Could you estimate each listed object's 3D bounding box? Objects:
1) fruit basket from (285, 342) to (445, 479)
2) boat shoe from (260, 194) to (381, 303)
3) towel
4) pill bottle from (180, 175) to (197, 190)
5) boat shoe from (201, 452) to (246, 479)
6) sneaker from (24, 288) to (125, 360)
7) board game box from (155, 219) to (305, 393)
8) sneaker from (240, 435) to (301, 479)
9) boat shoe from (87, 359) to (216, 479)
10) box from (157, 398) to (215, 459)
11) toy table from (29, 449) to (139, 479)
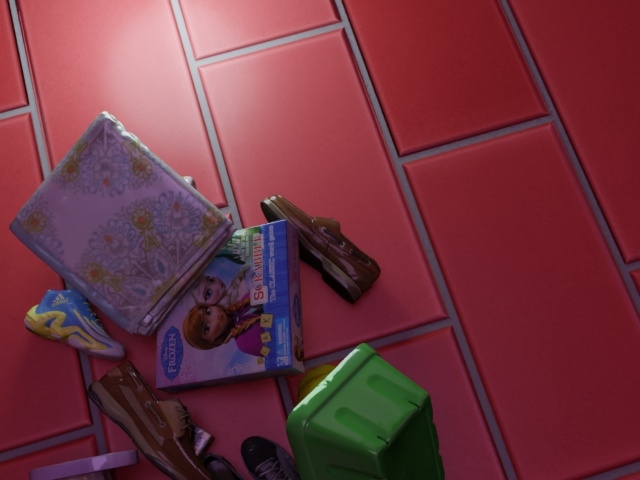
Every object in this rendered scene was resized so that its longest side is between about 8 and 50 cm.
[{"bbox_3d":[0.045,0.378,1.516,0.392,0.392,0.283,41,52,14],"label":"fruit basket"},{"bbox_3d":[0.000,0.000,1.770,0.307,0.111,0.104,45,73,5],"label":"boat shoe"},{"bbox_3d":[-0.406,-0.026,1.651,0.374,0.090,0.320,41,92,-3],"label":"towel"},{"bbox_3d":[-0.412,-0.060,1.767,0.271,0.152,0.152,-4,71,-1],"label":"pill bottle"},{"bbox_3d":[-0.164,0.522,1.573,0.084,0.079,0.233,-31,61,-19],"label":"boat shoe"},{"bbox_3d":[-0.515,0.171,1.720,0.240,0.091,0.126,18,71,8],"label":"sneaker"},{"bbox_3d":[-0.194,0.140,1.672,0.317,0.066,0.319,-13,66,20],"label":"board game box"},{"bbox_3d":[-0.075,0.473,1.582,0.086,0.132,0.228,-42,75,-13],"label":"sneaker"},{"bbox_3d":[-0.316,0.363,1.572,0.324,0.122,0.120,41,75,13],"label":"boat shoe"},{"bbox_3d":[-0.339,0.380,1.660,0.232,0.058,0.087,29,74,11],"label":"box"},{"bbox_3d":[-0.451,0.503,1.533,0.252,0.274,0.161,0,74,-36],"label":"toy table"}]
